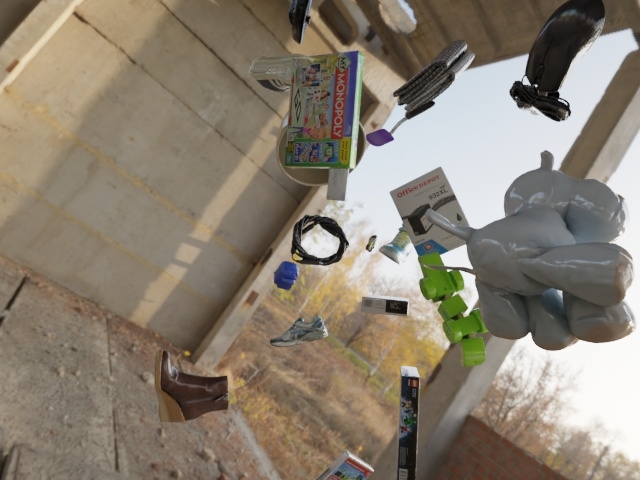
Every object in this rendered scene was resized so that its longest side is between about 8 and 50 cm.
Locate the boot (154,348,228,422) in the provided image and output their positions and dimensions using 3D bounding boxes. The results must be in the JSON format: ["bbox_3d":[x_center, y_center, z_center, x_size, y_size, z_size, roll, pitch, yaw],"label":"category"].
[{"bbox_3d":[-0.385,0.424,1.267,0.206,0.249,0.090,-6,17,-19],"label":"boot"}]

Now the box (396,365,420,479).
[{"bbox_3d":[0.210,0.435,1.019,0.044,0.234,0.159,3,-7,11],"label":"box"}]

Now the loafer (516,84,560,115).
[{"bbox_3d":[0.699,-0.436,1.309,0.267,0.096,0.084,-16,25,-42],"label":"loafer"}]

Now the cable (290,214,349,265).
[{"bbox_3d":[0.000,0.000,1.251,0.184,0.151,0.047,4,-2,-21],"label":"cable"}]

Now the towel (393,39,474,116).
[{"bbox_3d":[0.441,-0.645,1.668,0.121,0.235,0.283,47,-38,-11],"label":"towel"}]

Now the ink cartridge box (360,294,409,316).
[{"bbox_3d":[0.274,0.263,1.726,0.175,0.069,0.371,4,-7,13],"label":"ink cartridge box"}]

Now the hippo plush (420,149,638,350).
[{"bbox_3d":[0.340,0.011,0.666,0.293,0.237,0.235,20,-37,26],"label":"hippo plush"}]

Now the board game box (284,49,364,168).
[{"bbox_3d":[0.008,-0.369,1.214,0.213,0.318,0.046,5,3,27],"label":"board game box"}]

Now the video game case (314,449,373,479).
[{"bbox_3d":[0.028,0.825,1.384,0.204,0.285,0.025,52,-5,-40],"label":"video game case"}]

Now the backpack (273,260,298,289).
[{"bbox_3d":[-0.147,0.157,1.895,0.097,0.120,0.101,12,43,-24],"label":"backpack"}]

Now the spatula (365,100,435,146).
[{"bbox_3d":[0.305,-0.440,1.575,0.084,0.296,0.030,56,0,33],"label":"spatula"}]

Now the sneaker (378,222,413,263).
[{"bbox_3d":[0.377,-0.005,1.933,0.127,0.208,0.319,34,10,13],"label":"sneaker"}]

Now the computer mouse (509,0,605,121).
[{"bbox_3d":[0.562,-0.438,1.007,0.189,0.072,0.273,53,-38,40],"label":"computer mouse"}]

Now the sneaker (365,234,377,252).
[{"bbox_3d":[0.220,0.014,1.800,0.031,0.083,0.035,20,-22,40],"label":"sneaker"}]

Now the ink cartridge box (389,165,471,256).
[{"bbox_3d":[0.434,-0.098,1.635,0.308,0.223,0.129,67,19,7],"label":"ink cartridge box"}]

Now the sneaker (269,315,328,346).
[{"bbox_3d":[-0.112,0.444,2.054,0.110,0.282,0.122,95,-18,-78],"label":"sneaker"}]

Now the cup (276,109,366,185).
[{"bbox_3d":[-0.016,-0.409,1.591,0.331,0.330,0.237,42,24,-44],"label":"cup"}]

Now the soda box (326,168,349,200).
[{"bbox_3d":[0.066,-0.247,1.463,0.069,0.217,0.074,7,8,3],"label":"soda box"}]

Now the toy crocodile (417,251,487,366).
[{"bbox_3d":[0.369,0.186,1.192,0.105,0.115,0.341,88,-19,-62],"label":"toy crocodile"}]

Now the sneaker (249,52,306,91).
[{"bbox_3d":[-0.128,-0.676,1.743,0.349,0.131,0.148,23,-6,34],"label":"sneaker"}]

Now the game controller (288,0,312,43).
[{"bbox_3d":[-0.027,-0.730,1.185,0.067,0.320,0.166,14,-1,3],"label":"game controller"}]
